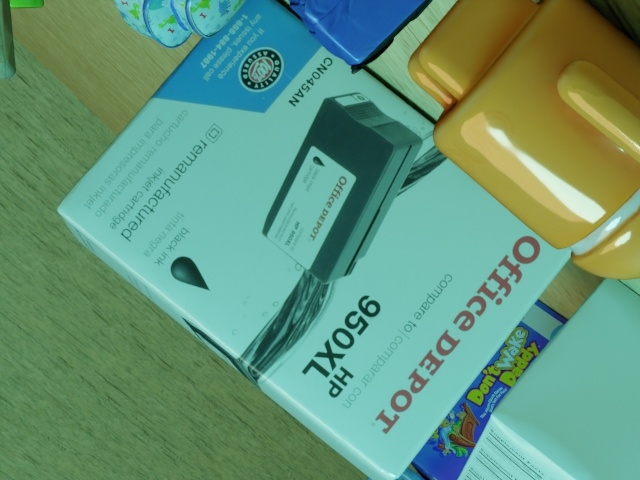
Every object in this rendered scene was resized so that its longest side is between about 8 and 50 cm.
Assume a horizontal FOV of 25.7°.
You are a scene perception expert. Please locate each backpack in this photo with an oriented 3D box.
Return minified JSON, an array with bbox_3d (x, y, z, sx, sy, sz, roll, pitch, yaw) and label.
[{"bbox_3d":[-0.121,-0.228,1.238,0.084,0.114,0.105,36,170,25],"label":"backpack"},{"bbox_3d":[0.024,-0.179,0.941,0.101,0.098,0.120,50,-177,-9],"label":"backpack"}]

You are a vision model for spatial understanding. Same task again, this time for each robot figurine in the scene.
[{"bbox_3d":[0.158,-0.064,0.849,0.219,0.128,0.158,40,137,-2],"label":"robot figurine"}]

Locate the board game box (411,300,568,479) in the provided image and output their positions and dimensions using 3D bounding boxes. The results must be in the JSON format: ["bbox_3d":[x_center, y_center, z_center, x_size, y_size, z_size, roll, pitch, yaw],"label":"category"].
[{"bbox_3d":[0.230,0.229,1.720,0.078,0.233,0.347,37,171,25],"label":"board game box"}]

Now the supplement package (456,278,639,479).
[{"bbox_3d":[0.255,0.181,1.333,0.149,0.194,0.203,38,155,14],"label":"supplement package"}]

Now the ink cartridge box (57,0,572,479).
[{"bbox_3d":[0.000,0.000,1.327,0.395,0.285,0.166,38,171,5],"label":"ink cartridge box"}]

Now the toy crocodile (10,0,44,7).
[{"bbox_3d":[-0.259,-0.295,1.411,0.340,0.115,0.105,5,-169,44],"label":"toy crocodile"}]

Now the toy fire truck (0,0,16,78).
[{"bbox_3d":[-0.187,-0.235,1.030,0.158,0.246,0.217,37,171,21],"label":"toy fire truck"}]

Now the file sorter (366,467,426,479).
[{"bbox_3d":[0.123,0.355,1.685,0.170,0.104,0.118,45,171,-37],"label":"file sorter"}]
